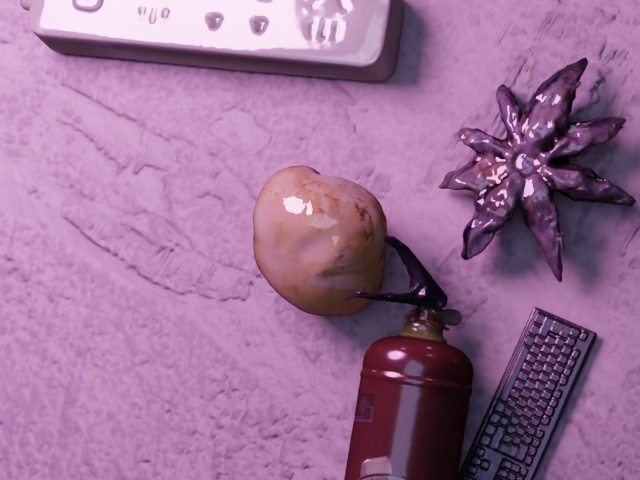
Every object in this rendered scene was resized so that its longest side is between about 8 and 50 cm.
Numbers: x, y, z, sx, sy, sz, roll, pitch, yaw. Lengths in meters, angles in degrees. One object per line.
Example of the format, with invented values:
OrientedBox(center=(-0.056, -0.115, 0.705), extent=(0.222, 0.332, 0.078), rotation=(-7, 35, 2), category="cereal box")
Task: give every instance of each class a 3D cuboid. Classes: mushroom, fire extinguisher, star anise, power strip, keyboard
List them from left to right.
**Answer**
OrientedBox(center=(-0.115, -0.217, 1.693), extent=(0.385, 0.062, 0.091), rotation=(7, 81, 15), category="power strip")
OrientedBox(center=(0.000, 0.000, 1.604), extent=(0.148, 0.112, 0.148), rotation=(19, 132, 23), category="mushroom")
OrientedBox(center=(0.063, 0.171, 1.554), extent=(0.102, 0.138, 0.344), rotation=(1, 81, 57), category="fire extinguisher")
OrientedBox(center=(0.181, 0.164, 1.585), extent=(0.067, 0.011, 0.202), rotation=(24, 89, 18), category="keyboard")
OrientedBox(center=(0.195, -0.062, 1.587), extent=(0.204, 0.061, 0.181), rotation=(-41, 74, 6), category="star anise")
